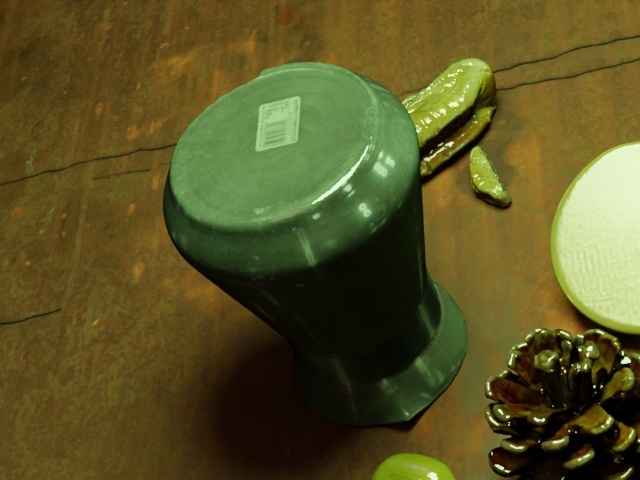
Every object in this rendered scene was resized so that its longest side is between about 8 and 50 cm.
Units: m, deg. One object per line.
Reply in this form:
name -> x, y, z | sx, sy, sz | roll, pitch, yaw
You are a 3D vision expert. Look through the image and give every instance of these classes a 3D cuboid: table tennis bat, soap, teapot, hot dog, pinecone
table tennis bat -> 0.356, -0.056, 1.455 | 0.198, 0.050, 0.321 | 22, 84, 28
soap -> 0.075, 0.269, 1.389 | 0.089, 0.045, 0.140 | 13, 57, 30
teapot -> 0.000, 0.000, 1.452 | 0.253, 0.344, 0.300 | -26, 45, -1
hot dog -> 0.188, -0.070, 1.646 | 0.034, 0.030, 0.090 | -31, 45, 8
hot dog -> 0.115, -0.121, 1.689 | 0.242, 0.084, 0.073 | -35, 45, -9
pinecone -> 0.233, 0.168, 1.311 | 0.179, 0.195, 0.150 | 7, 37, 37
